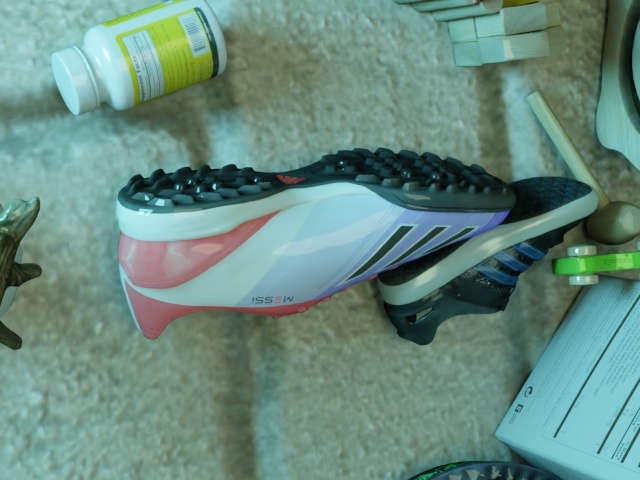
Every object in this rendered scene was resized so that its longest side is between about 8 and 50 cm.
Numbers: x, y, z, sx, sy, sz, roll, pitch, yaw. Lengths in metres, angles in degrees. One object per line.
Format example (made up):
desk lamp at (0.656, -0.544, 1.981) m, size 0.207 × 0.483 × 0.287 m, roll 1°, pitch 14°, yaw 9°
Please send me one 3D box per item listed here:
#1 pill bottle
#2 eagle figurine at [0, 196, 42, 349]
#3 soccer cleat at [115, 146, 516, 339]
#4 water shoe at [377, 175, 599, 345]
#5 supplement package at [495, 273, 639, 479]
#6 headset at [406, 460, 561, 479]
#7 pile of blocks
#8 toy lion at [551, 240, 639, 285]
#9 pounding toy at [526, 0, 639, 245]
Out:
pill bottle at (-0.132, -0.133, 1.010) m, size 0.116 × 0.065 × 0.065 m, roll -23°, pitch 103°, yaw -20°
eagle figurine at (-0.334, -0.017, 0.892) m, size 0.298 × 0.225 × 0.226 m, roll 20°, pitch 40°, yaw 5°
soccer cleat at (0.000, 0.000, 1.066) m, size 0.318 × 0.108 × 0.116 m, roll -6°, pitch 112°, yaw -22°
water shoe at (0.140, 0.014, 1.146) m, size 0.203 × 0.073 × 0.080 m, roll -25°, pitch 121°, yaw -13°
supplement package at (0.313, 0.155, 1.101) m, size 0.177 × 0.293 × 0.175 m, roll 38°, pitch 80°, yaw -22°
headset at (0.146, 0.381, 1.155) m, size 0.243 × 0.185 × 0.394 m, roll -11°, pitch 83°, yaw -18°
pile of blocks at (0.069, -0.254, 1.062) m, size 0.362 × 0.112 × 0.149 m, roll 28°, pitch 83°, yaw -23°
toy lion at (0.239, 0.018, 1.166) m, size 0.100 × 0.096 × 0.034 m, roll -4°, pitch 89°, yaw -15°
pounding toy at (0.274, -0.127, 1.138) m, size 0.155 × 0.154 × 0.269 m, roll 4°, pitch 92°, yaw -24°
